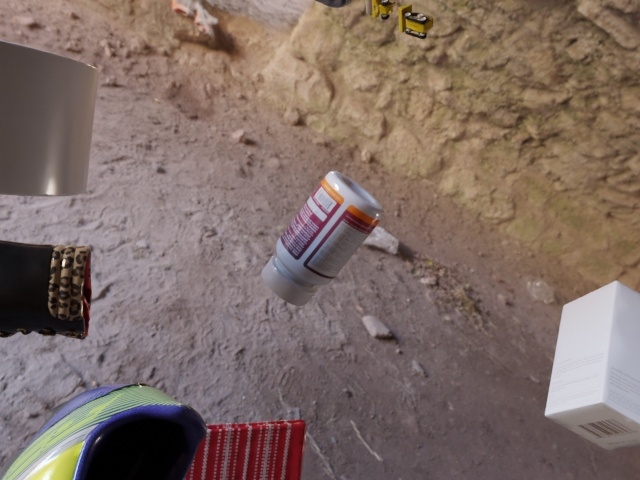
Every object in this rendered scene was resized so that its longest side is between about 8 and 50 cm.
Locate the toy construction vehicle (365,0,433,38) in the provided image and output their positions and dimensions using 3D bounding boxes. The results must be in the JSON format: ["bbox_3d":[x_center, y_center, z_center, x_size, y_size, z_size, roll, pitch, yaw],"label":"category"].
[{"bbox_3d":[0.097,-0.301,0.627,0.035,0.086,0.098,-39,51,-22],"label":"toy construction vehicle"}]

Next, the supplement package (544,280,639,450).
[{"bbox_3d":[0.384,0.164,0.678,0.105,0.105,0.179,29,59,-2],"label":"supplement package"}]

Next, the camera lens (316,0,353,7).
[{"bbox_3d":[0.052,-0.702,1.181,0.219,0.274,0.219,38,0,0],"label":"camera lens"}]

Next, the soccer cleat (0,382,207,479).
[{"bbox_3d":[-0.152,0.195,0.245,0.093,0.121,0.289,58,37,-31],"label":"soccer cleat"}]

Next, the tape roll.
[{"bbox_3d":[-0.418,-0.159,0.650,0.246,0.169,0.246,10,9,-2],"label":"tape roll"}]

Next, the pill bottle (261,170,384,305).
[{"bbox_3d":[0.000,0.000,0.893,0.121,0.221,0.121,35,16,-12],"label":"pill bottle"}]

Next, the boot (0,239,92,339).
[{"bbox_3d":[-0.567,0.152,0.916,0.284,0.377,0.138,5,19,-19],"label":"boot"}]

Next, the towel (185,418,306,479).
[{"bbox_3d":[-0.153,0.358,0.741,0.275,0.199,0.031,5,1,-22],"label":"towel"}]
